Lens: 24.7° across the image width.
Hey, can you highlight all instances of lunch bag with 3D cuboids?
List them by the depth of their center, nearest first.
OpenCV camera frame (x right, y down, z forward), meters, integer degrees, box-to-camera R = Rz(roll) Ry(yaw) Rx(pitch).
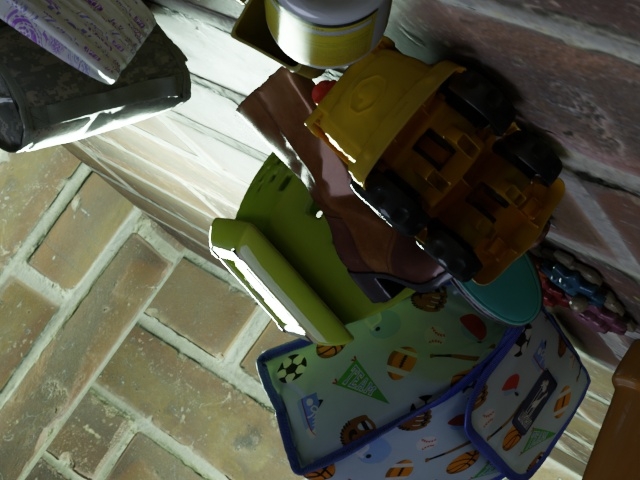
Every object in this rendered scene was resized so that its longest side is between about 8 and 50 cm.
[{"bbox_3d":[-0.326,-0.211,1.881,0.287,0.235,0.169,21,122,55],"label":"lunch bag"},{"bbox_3d":[0.166,0.218,2.019,0.328,0.385,0.239,47,-163,-55],"label":"lunch bag"}]

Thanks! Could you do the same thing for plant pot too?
[{"bbox_3d":[-0.018,-0.196,1.360,0.081,0.081,0.083,31,-177,24],"label":"plant pot"},{"bbox_3d":[0.422,0.257,1.800,0.205,0.188,0.205,34,172,5],"label":"plant pot"},{"bbox_3d":[0.000,0.000,1.834,0.228,0.207,0.227,49,169,-14],"label":"plant pot"}]

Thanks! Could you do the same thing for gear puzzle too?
[{"bbox_3d":[0.218,0.023,1.786,0.339,0.044,0.175,28,170,40],"label":"gear puzzle"}]

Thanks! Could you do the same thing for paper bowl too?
[{"bbox_3d":[-0.301,-0.305,1.582,0.284,0.148,0.284,34,175,4],"label":"paper bowl"}]

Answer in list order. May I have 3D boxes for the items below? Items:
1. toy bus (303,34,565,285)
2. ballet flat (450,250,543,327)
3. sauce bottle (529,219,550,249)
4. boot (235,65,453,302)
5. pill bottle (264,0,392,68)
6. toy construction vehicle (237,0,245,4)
[{"bbox_3d":[0.089,-0.085,1.359,0.220,0.149,0.211,39,179,-41],"label":"toy bus"},{"bbox_3d":[0.150,-0.019,1.674,0.280,0.095,0.096,48,180,-8],"label":"ballet flat"},{"bbox_3d":[0.185,-0.041,1.554,0.128,0.042,0.042,35,172,-12],"label":"sauce bottle"},{"bbox_3d":[0.054,-0.081,1.547,0.280,0.096,0.264,56,156,-8],"label":"boot"},{"bbox_3d":[0.006,-0.196,1.161,0.103,0.103,0.184,34,171,4],"label":"pill bottle"},{"bbox_3d":[-0.040,-0.221,1.445,0.098,0.035,0.086,38,171,-21],"label":"toy construction vehicle"}]
